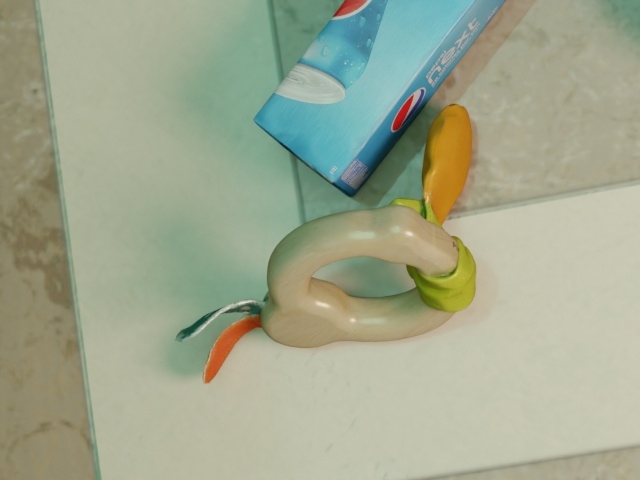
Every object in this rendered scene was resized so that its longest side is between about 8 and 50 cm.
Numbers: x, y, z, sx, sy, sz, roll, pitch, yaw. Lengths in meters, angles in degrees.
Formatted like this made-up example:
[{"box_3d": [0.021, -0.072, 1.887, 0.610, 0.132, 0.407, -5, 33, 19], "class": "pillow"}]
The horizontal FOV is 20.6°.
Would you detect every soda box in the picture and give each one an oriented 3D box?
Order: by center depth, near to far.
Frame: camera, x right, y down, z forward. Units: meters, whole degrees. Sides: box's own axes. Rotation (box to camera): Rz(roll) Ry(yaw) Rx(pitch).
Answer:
[{"box_3d": [0.052, -0.134, 1.143, 0.071, 0.067, 0.210, 38, 92, 14], "class": "soda box"}]

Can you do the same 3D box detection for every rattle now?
[{"box_3d": [0.000, 0.000, 1.139, 0.199, 0.130, 0.143, -23, 65, 36], "class": "rattle"}]
